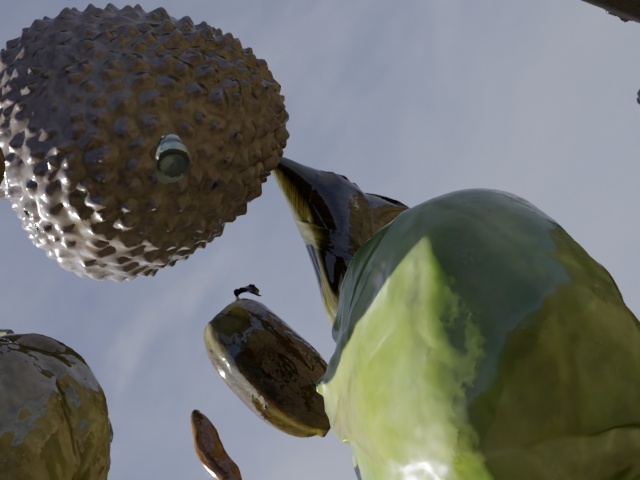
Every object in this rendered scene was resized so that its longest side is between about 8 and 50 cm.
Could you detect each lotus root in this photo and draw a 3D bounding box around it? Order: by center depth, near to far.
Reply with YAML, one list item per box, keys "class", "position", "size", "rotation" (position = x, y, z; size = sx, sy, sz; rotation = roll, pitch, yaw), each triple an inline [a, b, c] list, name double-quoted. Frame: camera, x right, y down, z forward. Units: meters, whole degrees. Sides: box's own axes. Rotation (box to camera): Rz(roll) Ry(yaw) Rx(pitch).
- class: "lotus root"
  position: [-0.067, 0.184, 2.383]
  size: [0.124, 0.241, 0.123]
  rotation: [-47, -3, 27]

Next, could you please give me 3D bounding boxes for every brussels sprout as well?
- class: "brussels sprout"
  position: [0.141, 0.118, 1.348]
  size: [0.247, 0.328, 0.328]
  rotation: [-2, -38, -14]

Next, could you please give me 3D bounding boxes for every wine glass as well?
- class: "wine glass"
  position: [-0.161, -0.089, 1.785]
  size: [0.042, 0.039, 0.083]
  rotation: [-63, 16, 12]

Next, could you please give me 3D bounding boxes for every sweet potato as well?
- class: "sweet potato"
  position: [-0.117, 0.275, 2.011]
  size: [0.044, 0.179, 0.044]
  rotation: [-23, -34, -17]

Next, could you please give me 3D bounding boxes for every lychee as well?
- class: "lychee"
  position: [-0.255, -0.135, 2.201]
  size: [0.432, 0.380, 0.380]
  rotation: [-19, -21, -3]

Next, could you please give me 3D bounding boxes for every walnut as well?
- class: "walnut"
  position: [-0.312, 0.201, 1.540]
  size: [0.283, 0.283, 0.227]
  rotation: [-54, -44, -7]

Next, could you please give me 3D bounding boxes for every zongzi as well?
- class: "zongzi"
  position: [0.000, 0.000, 2.307]
  size: [0.112, 0.242, 0.221]
  rotation: [-47, 20, 46]

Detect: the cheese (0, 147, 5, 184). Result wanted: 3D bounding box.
- class: "cheese"
  position: [-0.380, -0.098, 1.764]
  size: [0.192, 0.037, 0.097]
  rotation: [82, -158, -59]

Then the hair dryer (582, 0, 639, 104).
- class: "hair dryer"
  position: [0.378, -0.254, 1.890]
  size: [0.197, 0.251, 0.089]
  rotation: [-60, 20, 22]

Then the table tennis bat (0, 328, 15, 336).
- class: "table tennis bat"
  position: [-0.428, 0.117, 2.034]
  size: [0.013, 0.156, 0.087]
  rotation: [-39, -61, -44]
